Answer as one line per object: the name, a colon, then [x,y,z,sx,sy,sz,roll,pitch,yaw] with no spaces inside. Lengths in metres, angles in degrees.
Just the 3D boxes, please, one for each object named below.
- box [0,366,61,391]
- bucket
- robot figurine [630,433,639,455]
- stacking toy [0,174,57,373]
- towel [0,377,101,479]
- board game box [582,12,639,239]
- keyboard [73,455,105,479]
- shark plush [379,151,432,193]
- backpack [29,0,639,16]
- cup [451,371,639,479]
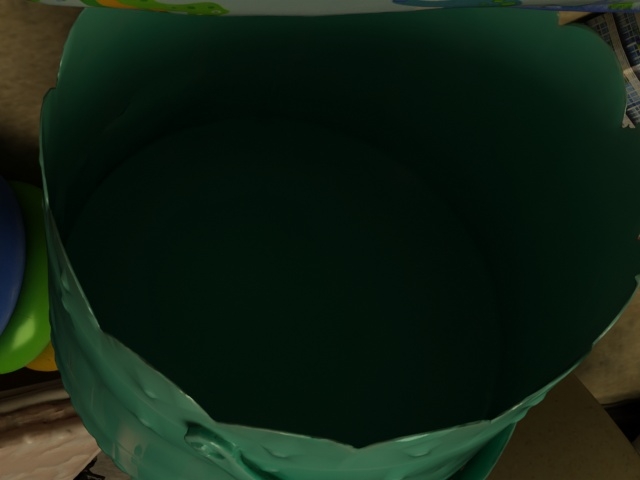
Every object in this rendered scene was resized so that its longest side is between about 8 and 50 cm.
box: [-0.162,0.102,1.146,0.201,0.021,0.164,-10,150,4]
bucket: [0.000,0.000,0.789,0.281,0.281,0.183,-1,154,-13]
robot figurine: [0.293,0.256,1.341,0.300,0.199,0.353,26,143,-1]
stacking toy: [-0.163,0.017,0.917,0.330,0.141,0.141,13,144,-42]
towel: [-0.323,0.187,1.083,0.332,0.053,0.317,-10,158,-36]
board game box: [0.165,-0.043,0.949,0.194,0.060,0.194,-24,146,23]
keyboard: [-0.200,0.201,1.238,0.023,0.108,0.180,36,154,-10]
shark plush: [0.008,-0.031,0.967,0.161,0.073,0.067,1,134,25]
backpack: [0.025,-0.197,0.512,0.356,0.273,0.290,-10,145,-21]
cup: [0.096,0.200,1.142,0.237,0.331,0.331,-37,148,-5]
